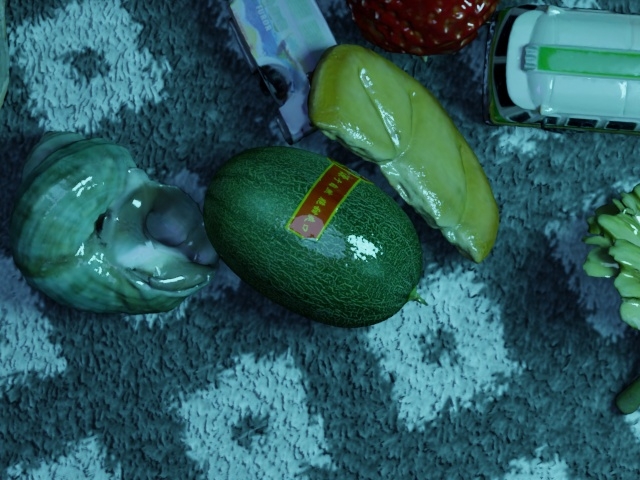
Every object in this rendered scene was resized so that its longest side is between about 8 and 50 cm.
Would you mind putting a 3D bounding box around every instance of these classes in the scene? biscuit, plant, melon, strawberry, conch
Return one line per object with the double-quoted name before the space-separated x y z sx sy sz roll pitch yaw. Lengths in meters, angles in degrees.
"biscuit" 0.106 -0.112 1.840 0.299 0.045 0.154 40 51 -20
"plant" 0.424 0.076 1.769 0.305 0.261 0.297 23 92 -8
"melon" 0.000 0.000 1.830 0.287 0.182 0.182 31 93 2
"strawberry" 0.103 -0.327 1.774 0.205 0.244 0.205 -9 64 18
"conch" -0.260 -0.024 1.858 0.220 0.195 0.277 -32 65 -16

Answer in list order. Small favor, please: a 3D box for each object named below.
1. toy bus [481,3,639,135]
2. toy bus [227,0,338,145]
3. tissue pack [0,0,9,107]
"toy bus" 0.341 -0.190 1.805 0.305 0.179 0.143 5 92 3
"toy bus" -0.054 -0.255 1.874 0.112 0.090 0.274 -26 91 -5
"tissue pack" -0.518 -0.271 1.862 0.305 0.238 0.239 7 92 3
